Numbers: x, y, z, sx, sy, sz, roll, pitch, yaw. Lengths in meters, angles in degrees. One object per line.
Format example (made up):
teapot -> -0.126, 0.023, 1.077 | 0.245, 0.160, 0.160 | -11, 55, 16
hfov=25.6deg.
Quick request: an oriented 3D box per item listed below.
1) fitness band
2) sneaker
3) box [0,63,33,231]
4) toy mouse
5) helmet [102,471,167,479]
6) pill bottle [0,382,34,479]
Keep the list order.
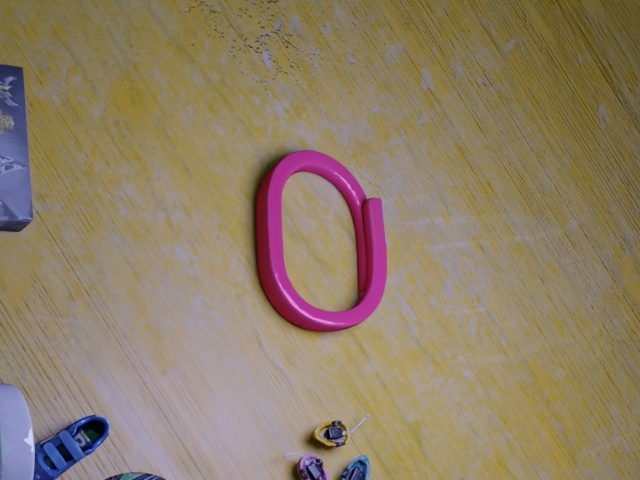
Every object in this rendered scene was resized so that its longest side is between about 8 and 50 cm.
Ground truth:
fitness band -> 0.000, 0.000, 2.156 | 0.209, 0.054, 0.291 | 8, 66, -27
sneaker -> -0.331, 0.270, 1.823 | 0.144, 0.059, 0.053 | -39, 96, -36
box -> -0.487, -0.131, 1.889 | 0.183, 0.056, 0.231 | 4, 69, -31
toy mouse -> 0.017, 0.335, 2.038 | 0.161, 0.031, 0.143 | -5, 73, -34
helmet -> -0.239, 0.371, 1.776 | 0.169, 0.161, 0.169 | 13, 64, -28
pill bottle -> -0.546, 0.251, 1.586 | 0.407, 0.229, 0.229 | 2, 70, -32
